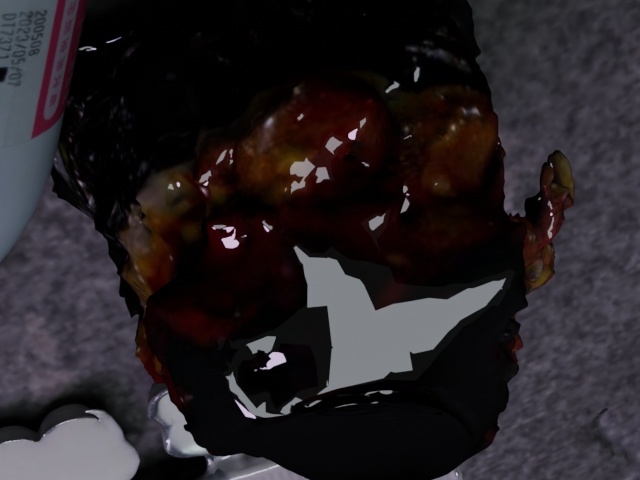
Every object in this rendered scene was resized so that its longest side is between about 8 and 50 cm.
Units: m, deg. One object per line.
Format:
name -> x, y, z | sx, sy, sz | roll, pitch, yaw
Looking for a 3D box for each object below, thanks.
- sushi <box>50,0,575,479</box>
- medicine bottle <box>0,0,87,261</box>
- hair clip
sushi -> 0.000, 0.000, 0.462 | 0.153, 0.150, 0.172 | 4, 145, -21
medicine bottle -> -0.130, -0.038, 0.462 | 0.090, 0.090, 0.217 | 5, 124, -22
hair clip -> -0.050, 0.113, 0.630 | 0.220, 0.054, 0.140 | -18, 133, -3
